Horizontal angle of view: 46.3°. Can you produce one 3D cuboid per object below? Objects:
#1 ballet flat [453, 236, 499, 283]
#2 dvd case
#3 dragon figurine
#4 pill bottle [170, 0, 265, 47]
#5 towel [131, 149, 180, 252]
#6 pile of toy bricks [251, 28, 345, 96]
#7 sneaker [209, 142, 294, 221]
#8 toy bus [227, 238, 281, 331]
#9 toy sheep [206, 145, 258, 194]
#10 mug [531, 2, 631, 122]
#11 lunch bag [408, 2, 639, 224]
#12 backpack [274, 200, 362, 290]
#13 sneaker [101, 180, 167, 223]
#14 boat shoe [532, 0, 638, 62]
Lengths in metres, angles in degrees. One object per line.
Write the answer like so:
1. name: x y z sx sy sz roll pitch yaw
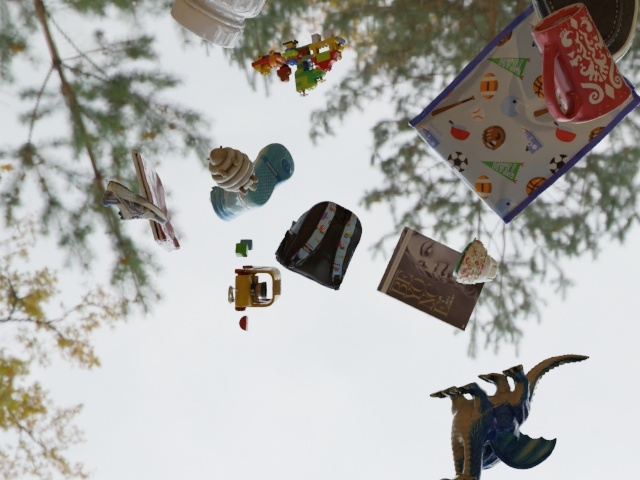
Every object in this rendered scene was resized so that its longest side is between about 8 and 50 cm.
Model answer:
1. ballet flat: 0.297 0.043 1.405 0.077 0.091 0.241 23 -172 11
2. dvd case: 0.260 0.087 1.707 0.221 0.018 0.165 25 -101 1
3. dragon figurine: 0.228 0.234 0.920 0.289 0.085 0.144 -12 -102 -33
4. pill bottle: -0.152 -0.503 1.339 0.160 0.283 0.160 26 -157 -12
5. towel: -0.421 -0.094 1.925 0.037 0.237 0.329 -16 177 -7
6. pile of toy bricks: -0.034 -0.358 1.582 0.212 0.105 0.118 -10 174 32
7. sneaker: -0.214 -0.168 2.184 0.208 0.127 0.319 -23 -163 33
8. toy bus: -0.144 0.111 1.769 0.104 0.191 0.202 0 -131 4
9. toy sheep: -0.169 -0.134 1.457 0.091 0.132 0.091 -22 -136 23
10. mug: 0.423 -0.287 1.229 0.113 0.169 0.150 -19 -157 33
11. lunch bag: 0.454 -0.287 1.656 0.328 0.385 0.239 45 -158 3
12. backpack: 0.000 0.000 1.626 0.158 0.173 0.117 25 180 -21
13. sneaker: -0.358 -0.061 1.433 0.058 0.135 0.052 -58 -151 -1
14. boat shoe: 0.453 -0.556 1.349 0.186 0.500 0.156 -8 178 28
